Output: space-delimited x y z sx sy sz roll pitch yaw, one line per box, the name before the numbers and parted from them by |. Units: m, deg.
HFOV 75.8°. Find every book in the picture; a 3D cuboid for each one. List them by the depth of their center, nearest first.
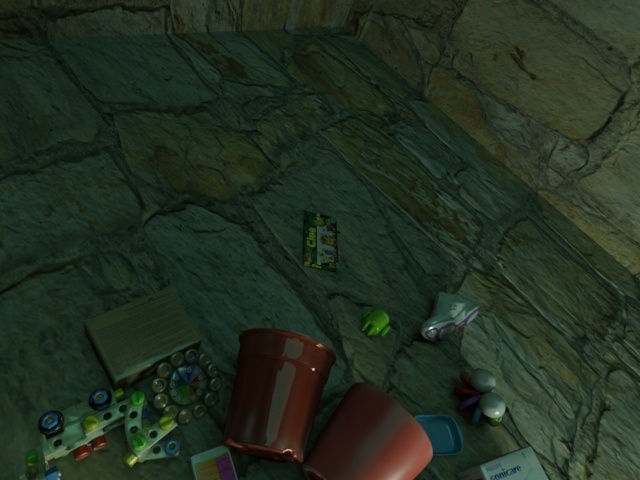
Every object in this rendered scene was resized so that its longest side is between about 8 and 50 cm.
book | -0.247 0.575 0.980 0.097 0.035 0.144 -7 57 -32

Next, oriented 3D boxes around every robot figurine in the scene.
robot figurine | 0.191 0.279 1.416 0.101 0.067 0.115 39 46 21

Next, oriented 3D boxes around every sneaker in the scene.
sneaker | 0.454 0.277 1.537 0.305 0.114 0.152 -14 46 -39

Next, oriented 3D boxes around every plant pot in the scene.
plant pot | 0.104 0.545 1.033 0.275 0.274 0.243 44 56 13
plant pot | -0.113 0.402 1.048 0.273 0.272 0.264 20 54 -10

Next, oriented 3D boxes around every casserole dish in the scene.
casserole dish | 0.346 0.592 1.248 0.189 0.037 0.114 8 50 -19

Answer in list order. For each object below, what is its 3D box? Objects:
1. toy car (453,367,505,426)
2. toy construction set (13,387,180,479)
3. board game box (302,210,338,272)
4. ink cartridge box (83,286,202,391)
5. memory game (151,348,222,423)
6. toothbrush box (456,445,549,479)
toy car | 0.509 0.514 1.337 0.137 0.159 0.181 -15 53 6
toy construction set | -0.495 0.446 0.900 0.328 0.151 0.215 -11 55 -45
board game box | 0.000 0.000 1.588 0.136 0.030 0.259 11 49 -15
ink cartridge box | -0.471 0.258 1.101 0.235 0.088 0.193 -22 63 -37
memory game | -0.340 0.373 1.060 0.186 0.012 0.185 10 73 -35
toothbrush box | 0.554 0.763 1.142 0.217 0.126 0.295 -3 55 -27
